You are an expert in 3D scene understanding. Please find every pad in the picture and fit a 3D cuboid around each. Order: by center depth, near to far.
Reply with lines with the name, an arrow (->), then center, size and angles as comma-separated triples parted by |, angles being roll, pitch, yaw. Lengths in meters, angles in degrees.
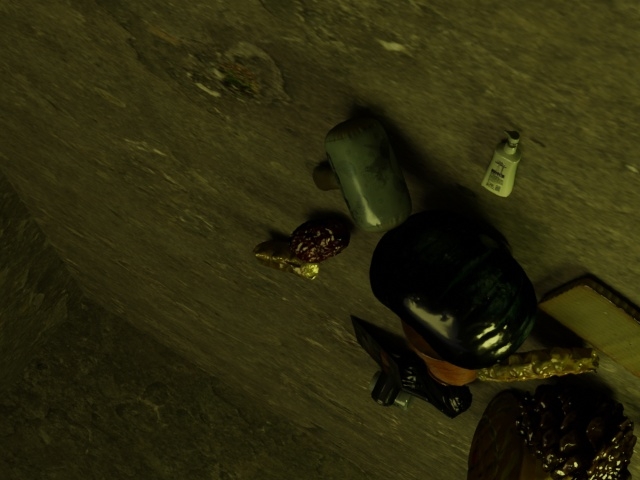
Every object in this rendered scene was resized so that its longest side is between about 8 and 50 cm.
pad -> 0.153, 0.308, 2.040 | 0.211, 0.003, 0.143 | 44, 160, 39

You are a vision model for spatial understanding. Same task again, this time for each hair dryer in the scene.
hair dryer -> 0.276, 0.450, 2.146 | 0.248, 0.114, 0.070 | 24, -170, -5

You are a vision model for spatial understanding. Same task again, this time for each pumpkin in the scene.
pumpkin -> 0.244, 0.079, 1.330 | 0.315, 0.238, 0.315 | 43, 174, 5

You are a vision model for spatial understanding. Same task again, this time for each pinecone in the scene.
pinecone -> 0.547, 0.413, 1.586 | 0.272, 0.224, 0.224 | 40, 166, 44

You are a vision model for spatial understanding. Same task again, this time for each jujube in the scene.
jujube -> 0.003, 0.000, 1.660 | 0.166, 0.104, 0.104 | -8, 133, 46

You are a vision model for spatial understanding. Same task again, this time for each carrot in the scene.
carrot -> 0.270, 0.207, 1.598 | 0.196, 0.196, 0.254 | 25, 158, 21

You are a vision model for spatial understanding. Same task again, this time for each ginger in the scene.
ginger -> -0.095, 0.039, 1.873 | 0.205, 0.081, 0.115 | 9, 151, 47

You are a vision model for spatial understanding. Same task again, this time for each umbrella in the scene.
umbrella -> 0.264, 0.364, 2.009 | 0.340, 0.118, 0.118 | 21, 154, 48

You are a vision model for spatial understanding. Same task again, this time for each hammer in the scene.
hammer -> 0.051, -0.114, 1.366 | 0.202, 0.113, 0.305 | 70, 163, -8

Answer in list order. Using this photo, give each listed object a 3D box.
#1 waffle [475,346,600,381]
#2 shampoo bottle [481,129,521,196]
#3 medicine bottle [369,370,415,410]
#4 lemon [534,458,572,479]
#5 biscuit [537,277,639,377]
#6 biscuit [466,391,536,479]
waffle -> 0.432, 0.241, 1.450 | 0.253, 0.056, 0.249 | 0, 166, -16
shampoo bottle -> 0.284, -0.119, 1.147 | 0.049, 0.034, 0.141 | 35, 157, 18
medicine bottle -> 0.216, 0.448, 2.234 | 0.130, 0.080, 0.080 | 22, 153, 25
lemon -> 0.573, 0.592, 1.822 | 0.285, 0.285, 0.316 | 15, 119, 38
biscuit -> 0.537, 0.162, 1.348 | 0.254, 0.029, 0.172 | 36, 157, 0
biscuit -> 0.412, 0.560, 1.794 | 0.070, 0.350, 0.394 | 18, -161, -2
